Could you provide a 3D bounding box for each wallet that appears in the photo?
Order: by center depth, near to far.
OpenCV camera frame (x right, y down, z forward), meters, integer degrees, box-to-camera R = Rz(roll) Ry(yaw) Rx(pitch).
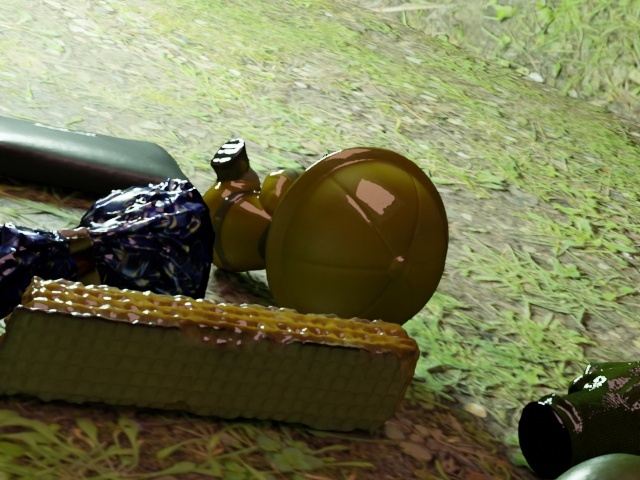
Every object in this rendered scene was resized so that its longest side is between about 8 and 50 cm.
[{"bbox_3d":[-0.263,-0.090,1.859,0.250,0.044,0.149,11,18,-25],"label":"wallet"}]

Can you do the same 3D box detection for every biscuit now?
[{"bbox_3d":[-0.090,0.098,1.450,0.379,0.094,0.054,8,29,-30],"label":"biscuit"}]

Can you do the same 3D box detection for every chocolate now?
[{"bbox_3d":[-0.226,0.020,1.476,0.148,0.126,0.343,46,30,25],"label":"chocolate"}]

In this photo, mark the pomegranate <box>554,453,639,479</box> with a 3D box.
[{"bbox_3d":[0.185,0.247,1.224,0.224,0.181,0.181,-12,34,-30],"label":"pomegranate"}]

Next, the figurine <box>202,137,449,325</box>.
[{"bbox_3d":[-0.003,0.003,1.695,0.257,0.192,0.167,6,36,35],"label":"figurine"}]

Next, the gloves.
[{"bbox_3d":[0.292,0.169,1.636,0.268,0.107,0.135,1,58,-48],"label":"gloves"}]
